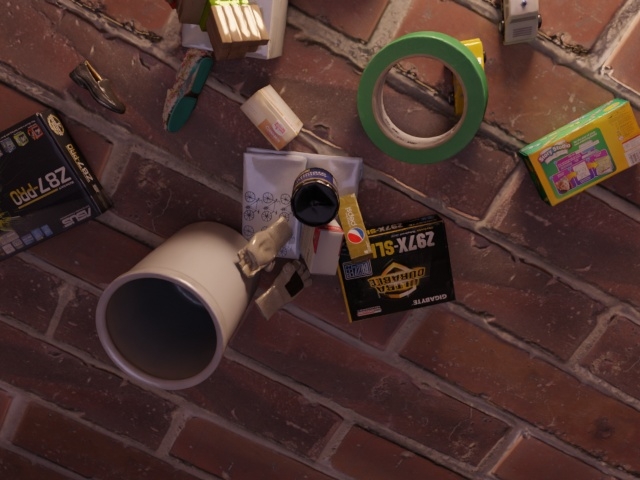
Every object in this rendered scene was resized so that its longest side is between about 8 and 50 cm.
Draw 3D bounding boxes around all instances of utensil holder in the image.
[{"bbox_3d":[-0.354,0.153,1.472,0.327,0.385,0.328,4,112,9],"label":"utensil holder"}]

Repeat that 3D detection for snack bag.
[{"bbox_3d":[-0.056,-0.094,1.567,0.342,0.037,0.323,6,110,1],"label":"snack bag"}]

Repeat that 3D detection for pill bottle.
[{"bbox_3d":[-0.013,-0.122,1.423,0.122,0.219,0.123,0,109,-1],"label":"pill bottle"}]

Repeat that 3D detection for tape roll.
[{"bbox_3d":[0.255,-0.355,1.380,0.321,0.077,0.321,10,121,17],"label":"tape roll"}]

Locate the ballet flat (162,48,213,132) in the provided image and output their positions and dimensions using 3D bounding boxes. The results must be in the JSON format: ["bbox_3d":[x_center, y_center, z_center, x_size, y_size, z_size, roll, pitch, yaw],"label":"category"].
[{"bbox_3d":[-0.365,-0.405,1.459,0.077,0.091,0.241,39,106,21],"label":"ballet flat"}]

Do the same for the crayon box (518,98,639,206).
[{"bbox_3d":[0.699,-0.232,1.449,0.278,0.081,0.165,-28,106,13],"label":"crayon box"}]

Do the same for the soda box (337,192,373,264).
[{"bbox_3d":[0.090,-0.032,1.491,0.061,0.058,0.181,-16,70,3],"label":"soda box"}]

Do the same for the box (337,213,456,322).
[{"bbox_3d":[0.213,0.083,1.582,0.321,0.079,0.257,-12,108,3],"label":"box"}]

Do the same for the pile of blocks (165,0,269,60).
[{"bbox_3d":[-0.257,-0.513,1.124,0.362,0.149,0.112,49,149,-4],"label":"pile of blocks"}]

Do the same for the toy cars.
[{"bbox_3d":[0.437,-0.498,1.365,0.176,0.087,0.394,31,109,-8],"label":"toy cars"}]

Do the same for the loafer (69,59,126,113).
[{"bbox_3d":[-0.592,-0.412,1.470,0.170,0.062,0.061,40,102,-12],"label":"loafer"}]

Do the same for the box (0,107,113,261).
[{"bbox_3d":[-0.853,-0.149,1.561,0.394,0.097,0.318,-22,110,10],"label":"box"}]

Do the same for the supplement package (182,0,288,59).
[{"bbox_3d":[-0.191,-0.547,1.288,0.198,0.263,0.199,9,110,1],"label":"supplement package"}]

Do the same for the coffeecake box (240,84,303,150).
[{"bbox_3d":[-0.121,-0.321,1.408,0.068,0.185,0.142,-38,103,15],"label":"coffeecake box"}]

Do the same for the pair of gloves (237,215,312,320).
[{"bbox_3d":[-0.123,0.076,1.519,0.042,0.204,0.240,3,121,43],"label":"pair of gloves"}]

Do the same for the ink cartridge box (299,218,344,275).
[{"bbox_3d":[0.000,0.000,1.488,0.072,0.175,0.128,6,111,-15],"label":"ink cartridge box"}]
